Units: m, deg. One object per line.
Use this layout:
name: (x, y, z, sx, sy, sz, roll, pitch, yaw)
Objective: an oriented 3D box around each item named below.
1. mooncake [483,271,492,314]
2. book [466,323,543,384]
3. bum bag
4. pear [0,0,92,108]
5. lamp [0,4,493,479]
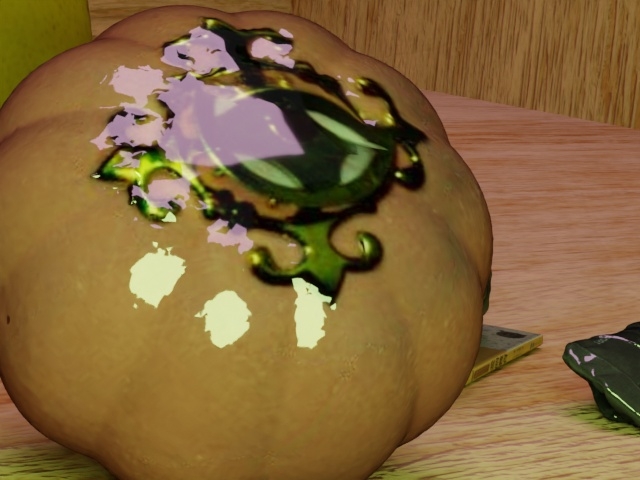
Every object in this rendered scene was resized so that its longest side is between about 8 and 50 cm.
mooncake: (0.000, -0.005, 1.430, 0.250, 0.136, 0.254, 5, 1, 6)
book: (0.087, 0.080, 1.493, 0.118, 0.012, 0.172, 8, 10, 24)
bum bag: (0.231, 0.094, 1.393, 0.087, 0.049, 0.197, 36, 22, 22)
pear: (-0.358, -0.155, 1.616, 0.362, 0.362, 0.418, 7, 3, 8)
lamp: (-0.056, 0.016, 1.116, 0.305, 0.240, 0.305, 10, 53, -13)
